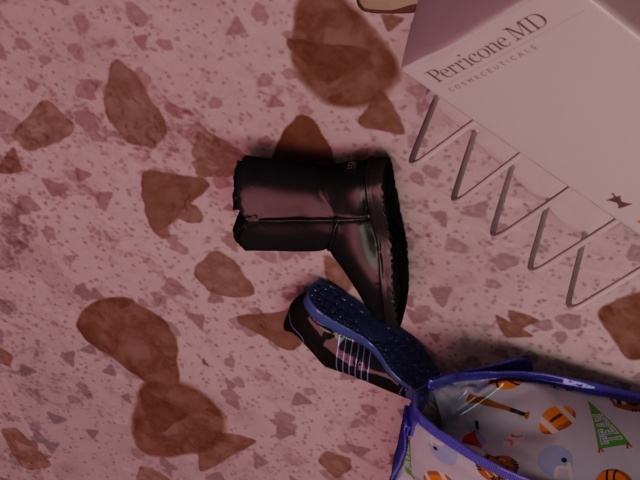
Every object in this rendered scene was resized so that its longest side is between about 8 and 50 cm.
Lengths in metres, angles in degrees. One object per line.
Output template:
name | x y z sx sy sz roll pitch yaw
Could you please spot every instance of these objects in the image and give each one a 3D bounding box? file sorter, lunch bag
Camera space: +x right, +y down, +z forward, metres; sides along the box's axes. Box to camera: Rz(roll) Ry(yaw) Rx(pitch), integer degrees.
file sorter | 0.264 -0.088 1.833 0.278 0.173 0.193 41 131 -15
lunch bag | 0.283 0.339 2.153 0.386 0.239 0.327 11 134 3

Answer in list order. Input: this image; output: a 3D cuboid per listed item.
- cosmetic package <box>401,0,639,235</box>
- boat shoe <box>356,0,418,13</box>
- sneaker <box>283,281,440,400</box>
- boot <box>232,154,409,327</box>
cosmetic package | 0.329 -0.149 1.568 0.453 0.161 0.230 31 147 -25
boat shoe | 0.149 -0.302 1.749 0.257 0.095 0.095 -1 122 22
sneaker | 0.056 0.150 2.187 0.232 0.081 0.090 39 135 -4
boot | 0.000 0.000 2.061 0.207 0.094 0.246 0 122 17
